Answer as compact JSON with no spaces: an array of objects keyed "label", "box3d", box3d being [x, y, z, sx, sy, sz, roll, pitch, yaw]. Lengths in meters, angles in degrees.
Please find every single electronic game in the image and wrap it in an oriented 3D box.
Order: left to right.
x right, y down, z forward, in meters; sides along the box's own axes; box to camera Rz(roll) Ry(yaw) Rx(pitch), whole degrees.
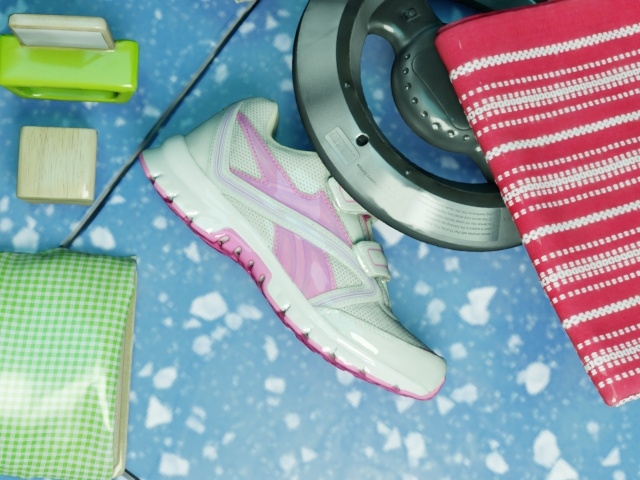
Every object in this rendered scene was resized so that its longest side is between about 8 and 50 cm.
[{"label":"electronic game","box3d":[0.090,-0.101,1.141,0.229,0.048,0.229,8,66,-19]}]

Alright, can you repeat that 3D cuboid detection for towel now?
[{"label":"towel","box3d":[0.206,-0.042,1.107,0.199,0.031,0.274,-14,71,-26]}]

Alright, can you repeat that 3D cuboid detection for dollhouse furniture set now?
[{"label":"dollhouse furniture set","box3d":[-0.220,0.007,1.095,0.198,0.151,0.301,3,84,-2]}]

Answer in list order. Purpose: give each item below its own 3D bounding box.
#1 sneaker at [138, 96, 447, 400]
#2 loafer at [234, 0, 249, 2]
[{"label":"sneaker","box3d":[0.000,0.000,1.129,0.111,0.103,0.252,-44,88,-4]},{"label":"loafer","box3d":[-0.148,-0.275,1.156,0.111,0.112,0.319,-40,79,-1]}]
